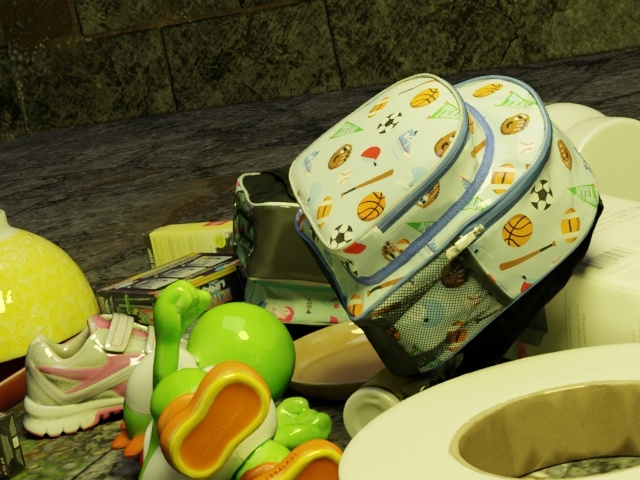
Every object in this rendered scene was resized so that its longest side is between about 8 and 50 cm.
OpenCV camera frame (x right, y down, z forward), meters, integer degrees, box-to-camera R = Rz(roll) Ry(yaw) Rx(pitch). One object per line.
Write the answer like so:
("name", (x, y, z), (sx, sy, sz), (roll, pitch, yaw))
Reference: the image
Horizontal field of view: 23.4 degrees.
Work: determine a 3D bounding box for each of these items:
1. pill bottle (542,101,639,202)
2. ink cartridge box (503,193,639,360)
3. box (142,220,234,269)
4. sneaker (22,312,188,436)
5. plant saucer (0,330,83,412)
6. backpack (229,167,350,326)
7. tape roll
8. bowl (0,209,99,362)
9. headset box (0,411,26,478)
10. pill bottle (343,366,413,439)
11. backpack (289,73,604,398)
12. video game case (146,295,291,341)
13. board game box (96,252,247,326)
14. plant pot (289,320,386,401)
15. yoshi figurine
("pill bottle", (0.267, -0.076, 1.967), (0.204, 0.204, 0.361), (-18, 13, -28))
("ink cartridge box", (0.261, 0.040, 1.560), (0.207, 0.119, 0.353), (-20, 23, -35))
("box", (-0.138, 0.017, 2.189), (0.232, 0.087, 0.058), (-4, 14, 33))
("sneaker", (-0.209, 0.131, 1.682), (0.252, 0.111, 0.103), (-13, 13, -10))
("plant saucer", (-0.435, 0.168, 1.871), (0.259, 0.048, 0.258), (-6, 14, 26))
("backpack", (0.000, 0.000, 1.859), (0.225, 0.191, 0.253), (4, 17, -14))
("tape roll", (0.208, 0.176, 1.208), (0.391, 0.072, 0.392), (-11, 13, 3))
("bowl", (-0.433, 0.050, 1.928), (0.289, 0.156, 0.289), (-11, 12, 2))
("headset box", (-0.348, 0.209, 1.572), (0.083, 0.062, 0.032), (-5, 13, 24))
("pill bottle", (0.074, 0.150, 1.455), (0.065, 0.065, 0.116), (-4, 15, 29))
("backpack", (0.115, -0.035, 1.437), (0.263, 0.213, 0.276), (-34, 37, 2))
("video game case", (-0.124, 0.101, 1.944), (0.196, 0.026, 0.274), (-8, 12, 17))
("board game box", (-0.180, 0.063, 1.998), (0.170, 0.048, 0.141), (-22, 14, -40))
("plant pot", (0.066, 0.124, 1.654), (0.236, 0.032, 0.236), (-11, 12, 2))
("yoshi figurine", (-0.078, 0.136, 1.416), (0.203, 0.204, 0.362), (2, 6, -18))
